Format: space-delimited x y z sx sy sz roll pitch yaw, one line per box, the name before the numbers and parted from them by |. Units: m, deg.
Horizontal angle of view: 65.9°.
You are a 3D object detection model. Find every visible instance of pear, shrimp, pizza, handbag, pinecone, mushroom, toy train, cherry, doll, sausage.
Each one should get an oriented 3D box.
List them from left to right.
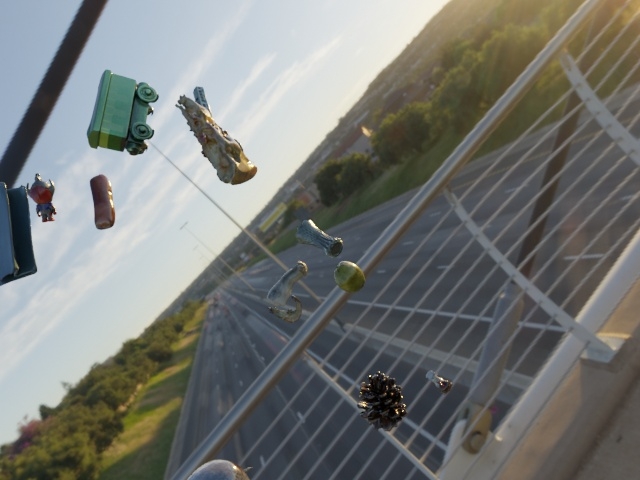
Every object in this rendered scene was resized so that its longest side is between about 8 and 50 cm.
handbag | -0.738 -0.012 1.146 0.144 0.221 0.057 -19 -12 24
doll | -1.093 -0.169 1.946 0.104 0.195 0.062 -5 10 21
sausage | -0.972 -0.169 2.207 0.089 0.300 0.083 -9 -28 -20
toy train | -0.672 -0.434 1.693 0.120 0.202 0.301 -39 45 55
toy train | -0.460 -0.514 1.947 0.047 0.208 0.043 -4 -26 -38
cherry | -0.334 0.827 1.573 0.255 0.218 0.296 -19 21 50
pizza | -0.285 -0.280 1.364 0.071 0.297 0.189 -41 -9 23
shrimp | -0.108 0.205 1.526 0.023 0.114 0.083 50 -123 -65
mushroom | -0.140 0.186 2.142 0.223 0.081 0.092 -51 29 -17
pear | 0.110 0.141 1.894 0.107 0.131 0.107 -53 -5 -7
pinecone | 0.212 0.565 1.741 0.150 0.195 0.179 -5 3 -39
doll | 0.341 0.404 1.412 0.040 0.085 0.058 -51 46 -9

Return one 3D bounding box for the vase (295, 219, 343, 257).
vase | 0.000 0.000 1.481 0.081 0.081 0.148 -47 46 -14
